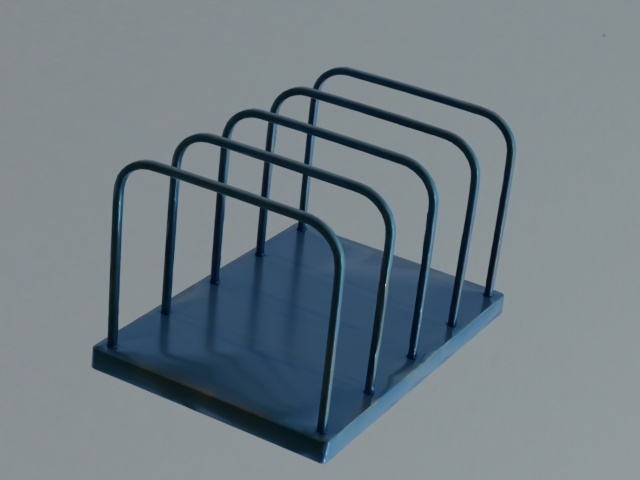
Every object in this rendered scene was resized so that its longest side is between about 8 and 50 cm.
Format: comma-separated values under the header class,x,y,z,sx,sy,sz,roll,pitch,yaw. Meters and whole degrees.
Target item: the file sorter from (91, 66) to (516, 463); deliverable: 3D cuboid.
class,x,y,z,sx,sy,sz,roll,pitch,yaw
file sorter,0.000,0.000,0.725,0.118,0.170,0.104,20,-62,25
